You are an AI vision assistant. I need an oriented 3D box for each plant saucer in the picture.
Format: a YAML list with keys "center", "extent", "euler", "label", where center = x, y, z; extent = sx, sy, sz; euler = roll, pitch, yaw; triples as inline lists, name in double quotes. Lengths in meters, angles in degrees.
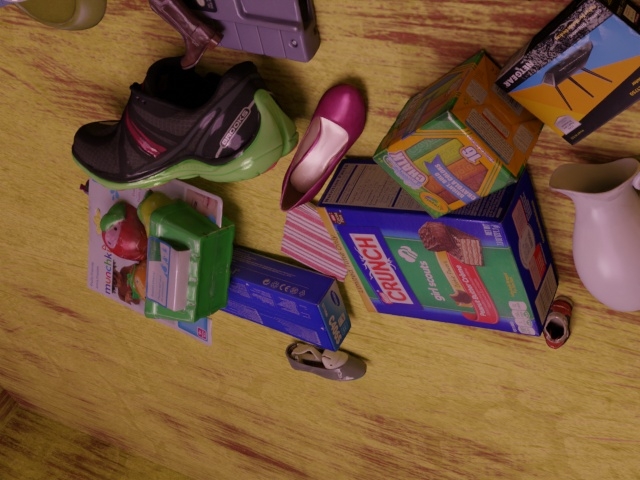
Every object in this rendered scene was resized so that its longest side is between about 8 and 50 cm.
- center: [-0.455, -0.429, 1.296]
  extent: [0.241, 0.037, 0.241]
  euler: [22, 147, 15]
  label: "plant saucer"

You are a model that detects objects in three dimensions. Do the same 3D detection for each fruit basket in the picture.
- center: [-0.348, 0.015, 1.620]
  extent: [0.353, 0.165, 0.327]
  euler: [19, 115, 22]
  label: "fruit basket"

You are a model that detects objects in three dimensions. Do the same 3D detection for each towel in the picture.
- center: [0.000, 0.000, 1.519]
  extent: [0.144, 0.029, 0.197]
  euler: [28, 151, 6]
  label: "towel"

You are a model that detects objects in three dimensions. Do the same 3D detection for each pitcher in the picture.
- center: [0.418, -0.015, 1.076]
  extent: [0.178, 0.125, 0.207]
  euler: [-12, 118, 29]
  label: "pitcher"

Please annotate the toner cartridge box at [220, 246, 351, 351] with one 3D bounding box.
- center: [-0.114, 0.109, 1.697]
  extent: [0.348, 0.075, 0.165]
  euler: [16, 147, 29]
  label: "toner cartridge box"

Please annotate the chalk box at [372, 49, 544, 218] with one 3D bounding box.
- center: [0.170, -0.129, 1.096]
  extent: [0.132, 0.132, 0.213]
  euler: [41, 147, -14]
  label: "chalk box"

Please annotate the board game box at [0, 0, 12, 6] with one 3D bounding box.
- center: [-0.506, -0.494, 1.202]
  extent: [0.145, 0.027, 0.281]
  euler: [1, 124, 40]
  label: "board game box"

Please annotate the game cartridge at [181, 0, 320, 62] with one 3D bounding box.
- center: [-0.136, -0.399, 1.055]
  extent: [0.230, 0.068, 0.355]
  euler: [12, 143, 21]
  label: "game cartridge"

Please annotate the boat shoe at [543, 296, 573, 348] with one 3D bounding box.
- center: [0.399, 0.148, 1.372]
  extent: [0.049, 0.043, 0.137]
  euler: [17, 147, 19]
  label: "boat shoe"

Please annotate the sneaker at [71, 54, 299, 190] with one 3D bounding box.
- center: [-0.242, -0.202, 1.343]
  extent: [0.483, 0.185, 0.202]
  euler: [-3, 117, 37]
  label: "sneaker"

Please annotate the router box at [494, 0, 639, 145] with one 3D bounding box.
- center: [0.313, -0.205, 0.955]
  extent: [0.133, 0.046, 0.179]
  euler: [36, 148, -8]
  label: "router box"

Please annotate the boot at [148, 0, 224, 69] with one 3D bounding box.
- center: [-0.208, -0.305, 1.158]
  extent: [0.114, 0.037, 0.106]
  euler: [36, 141, -25]
  label: "boot"

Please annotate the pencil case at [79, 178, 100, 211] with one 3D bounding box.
- center: [-0.459, -0.073, 1.761]
  extent: [0.070, 0.064, 0.151]
  euler: [-8, 137, 7]
  label: "pencil case"

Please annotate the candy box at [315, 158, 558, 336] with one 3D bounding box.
- center: [0.186, 0.009, 1.284]
  extent: [0.317, 0.122, 0.268]
  euler: [7, 141, 35]
  label: "candy box"

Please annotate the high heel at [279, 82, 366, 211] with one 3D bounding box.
- center: [-0.004, -0.138, 1.244]
  extent: [0.082, 0.117, 0.244]
  euler: [34, 148, -4]
  label: "high heel"

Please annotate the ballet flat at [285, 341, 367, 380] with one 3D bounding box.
- center: [0.006, 0.272, 1.845]
  extent: [0.213, 0.072, 0.068]
  euler: [3, 134, 39]
  label: "ballet flat"
